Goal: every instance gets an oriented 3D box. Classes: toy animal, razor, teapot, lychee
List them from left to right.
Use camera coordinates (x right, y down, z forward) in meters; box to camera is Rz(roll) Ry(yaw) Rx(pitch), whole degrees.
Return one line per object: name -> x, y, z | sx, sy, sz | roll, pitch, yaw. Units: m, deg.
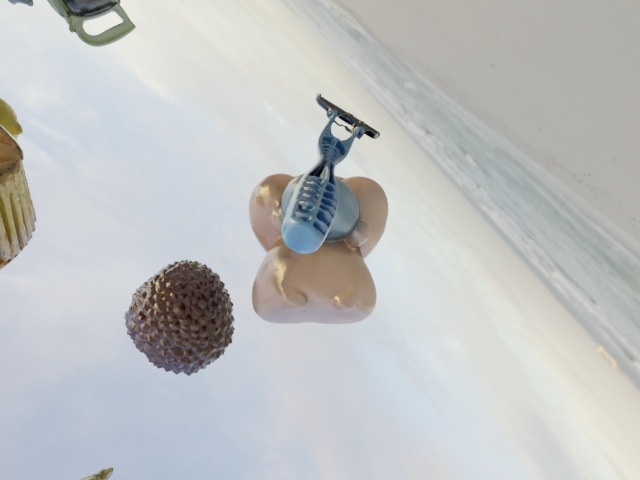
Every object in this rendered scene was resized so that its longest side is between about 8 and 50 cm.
teapot -> -0.340, -0.348, 0.758 | 0.124, 0.091, 0.092 | 46, 167, 6
lychee -> -0.234, 0.136, 0.918 | 0.188, 0.188, 0.188 | 44, -165, -15
toy animal -> -0.001, 0.013, 0.763 | 0.209, 0.221, 0.229 | 3, -175, -3
razor -> 0.007, -0.064, 0.476 | 0.082, 0.042, 0.253 | 30, -149, -9

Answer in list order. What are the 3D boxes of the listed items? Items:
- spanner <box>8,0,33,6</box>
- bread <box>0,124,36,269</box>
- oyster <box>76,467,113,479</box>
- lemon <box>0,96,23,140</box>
spanner -> -0.626, -0.532, 1.089 | 0.054, 0.015, 0.254 | 3, -179, -26
bread -> -0.458, -0.016, 0.556 | 0.204, 0.156, 0.288 | 27, -139, 12
oyster -> -0.310, 0.299, 0.575 | 0.045, 0.146, 0.122 | 52, 170, 28
lemon -> -0.789, -0.260, 1.201 | 0.206, 0.174, 0.173 | 5, -175, 15
